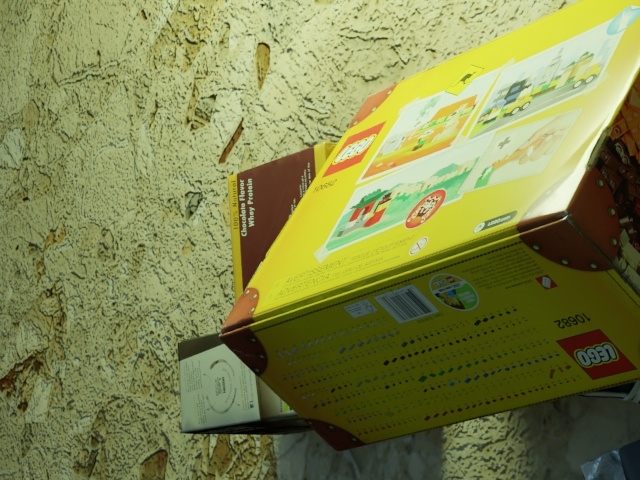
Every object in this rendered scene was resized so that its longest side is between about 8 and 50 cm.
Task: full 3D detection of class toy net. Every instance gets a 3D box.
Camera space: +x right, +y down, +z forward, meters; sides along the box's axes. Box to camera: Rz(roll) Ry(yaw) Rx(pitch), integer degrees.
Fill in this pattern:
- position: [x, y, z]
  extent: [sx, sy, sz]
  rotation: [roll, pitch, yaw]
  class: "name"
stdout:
- position: [0.261, 0.319, 1.895]
  extent: [0.122, 0.045, 0.232]
  rotation: [52, 125, 41]
  class: "toy net"

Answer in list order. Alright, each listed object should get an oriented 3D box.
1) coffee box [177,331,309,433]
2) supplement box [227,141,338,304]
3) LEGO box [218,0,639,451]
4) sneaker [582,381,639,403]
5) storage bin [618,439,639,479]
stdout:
- position: [-0.019, 0.159, 2.169]
  extent: [0.297, 0.168, 0.119]
  rotation: [-15, 74, 50]
  class: "coffee box"
- position: [0.000, 0.000, 2.191]
  extent: [0.194, 0.129, 0.191]
  rotation: [-17, 74, 49]
  class: "supplement box"
- position: [0.185, -0.029, 1.762]
  extent: [0.500, 0.193, 0.372]
  rotation: [-20, 30, 49]
  class: "LEGO box"
- position: [0.341, 0.135, 1.724]
  extent: [0.282, 0.153, 0.099]
  rotation: [37, 115, 47]
  class: "sneaker"
- position: [0.325, 0.252, 1.752]
  extent: [0.135, 0.098, 0.091]
  rotation: [68, -179, -47]
  class: "storage bin"
